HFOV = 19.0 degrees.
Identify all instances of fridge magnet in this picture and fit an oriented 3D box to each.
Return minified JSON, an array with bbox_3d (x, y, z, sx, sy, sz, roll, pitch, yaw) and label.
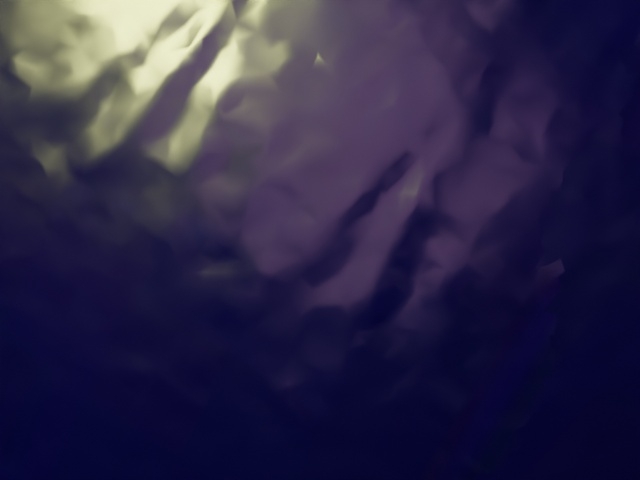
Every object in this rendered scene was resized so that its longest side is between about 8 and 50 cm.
[{"bbox_3d":[0.000,0.000,0.489,0.265,0.112,0.265,2,111,6],"label":"fridge magnet"}]
